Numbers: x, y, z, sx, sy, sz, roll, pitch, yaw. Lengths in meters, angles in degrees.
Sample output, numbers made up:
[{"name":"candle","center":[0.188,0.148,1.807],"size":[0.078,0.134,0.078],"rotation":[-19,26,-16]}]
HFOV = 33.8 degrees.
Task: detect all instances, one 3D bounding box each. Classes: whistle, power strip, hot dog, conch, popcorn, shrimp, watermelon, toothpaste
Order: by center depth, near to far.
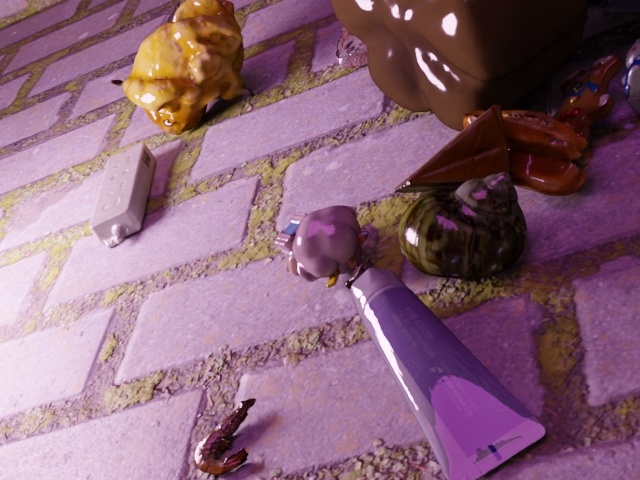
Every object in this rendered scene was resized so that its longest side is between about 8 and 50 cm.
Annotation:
[{"name":"toothpaste","center":[0.137,0.157,1.330],"size":[0.125,0.080,0.371],"rotation":[-32,36,-3]},{"name":"shrimp","center":[-0.118,0.266,1.430],"size":[0.091,0.025,0.127],"rotation":[8,52,46]},{"name":"conch","center":[0.196,-0.025,1.474],"size":[0.181,0.124,0.187],"rotation":[-36,48,6]},{"name":"whistle","center":[0.504,-0.246,1.574],"size":[0.110,0.092,0.244],"rotation":[-11,35,26]},{"name":"hot dog","center":[0.301,-0.139,1.582],"size":[0.072,0.115,0.269],"rotation":[-11,23,-29]},{"name":"power strip","center":[-0.405,-0.095,2.164],"size":[0.098,0.058,0.338],"rotation":[-22,32,12]},{"name":"watermelon","center":[0.087,-0.409,2.198],"size":[0.139,0.071,0.187],"rotation":[-44,41,-9]},{"name":"popcorn","center":[-0.273,-0.381,2.314],"size":[0.316,0.281,0.297],"rotation":[-63,-4,-2]}]

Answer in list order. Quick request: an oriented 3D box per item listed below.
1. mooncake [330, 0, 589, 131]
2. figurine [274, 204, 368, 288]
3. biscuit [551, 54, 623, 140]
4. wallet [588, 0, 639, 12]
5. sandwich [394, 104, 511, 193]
[{"name":"mooncake","center":[0.211,-0.420,1.745],"size":[0.262,0.467,0.467],"rotation":[-34,31,-15]},{"name":"figurine","center":[0.000,0.000,1.642],"size":[0.137,0.112,0.229],"rotation":[-47,24,-16]},{"name":"biscuit","center":[0.395,-0.201,1.622],"size":[0.138,0.031,0.205],"rotation":[-20,38,54]},{"name":"wallet","center":[0.499,-0.430,1.794],"size":[0.251,0.054,0.290],"rotation":[-10,23,-23]},{"name":"sandwich","center":[0.186,-0.132,1.539],"size":[0.163,0.114,0.079],"rotation":[-5,-7,-14]}]
